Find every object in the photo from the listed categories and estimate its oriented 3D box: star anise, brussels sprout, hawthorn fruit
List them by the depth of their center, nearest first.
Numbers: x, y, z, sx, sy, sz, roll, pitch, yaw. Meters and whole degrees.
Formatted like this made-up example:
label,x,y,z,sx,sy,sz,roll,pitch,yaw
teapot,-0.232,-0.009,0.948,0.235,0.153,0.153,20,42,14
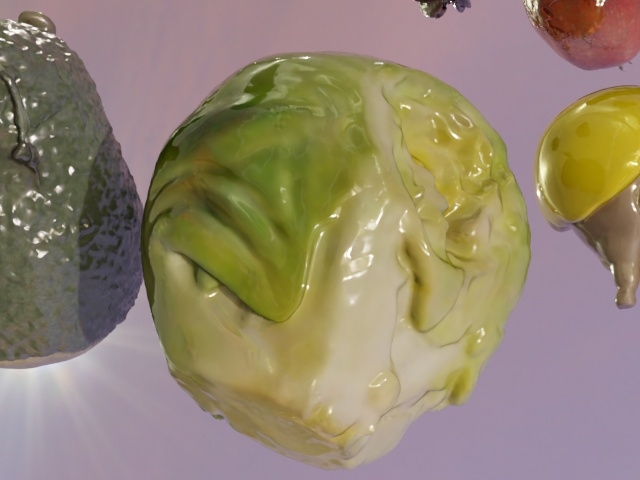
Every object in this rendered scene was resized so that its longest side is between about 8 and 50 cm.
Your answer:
label,x,y,z,sx,sy,sz,roll,pitch,yaw
brussels sprout,0.000,0.000,0.837,0.344,0.268,0.344,-13,-126,18
hawthorn fruit,0.472,-0.382,1.778,0.211,0.299,0.211,-19,-135,20
star anise,0.261,-0.529,2.109,0.229,0.236,0.093,-23,-115,37

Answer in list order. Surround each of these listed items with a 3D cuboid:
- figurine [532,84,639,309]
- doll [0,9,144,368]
label,x,y,z,sx,sy,sz,roll,pitch,yaw
figurine,0.354,-0.009,1.037,0.187,0.215,0.343,-41,-120,14
doll,-0.296,-0.050,1.014,0.247,0.247,0.349,-116,-160,-55
